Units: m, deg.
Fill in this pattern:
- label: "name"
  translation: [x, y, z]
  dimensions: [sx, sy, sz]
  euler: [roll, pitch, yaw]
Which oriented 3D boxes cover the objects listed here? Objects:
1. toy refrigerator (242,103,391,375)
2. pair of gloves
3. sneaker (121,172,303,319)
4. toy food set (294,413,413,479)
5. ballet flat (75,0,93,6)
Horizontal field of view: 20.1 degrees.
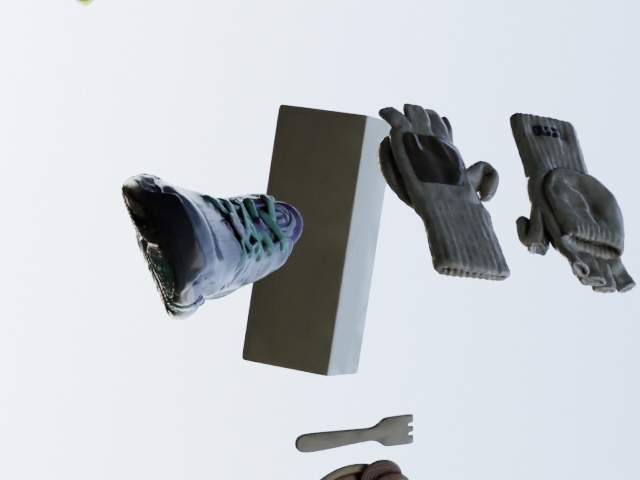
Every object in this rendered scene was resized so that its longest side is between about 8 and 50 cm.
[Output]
- label: "toy refrigerator"
  translation: [0.000, 0.000, 1.895]
  dimensions: [0.102, 0.094, 0.270]
  euler: [8, -88, 23]
- label: "pair of gloves"
  translation: [0.164, -0.037, 1.631]
  dimensions: [0.042, 0.240, 0.204]
  euler: [-57, -137, 39]
- label: "sneaker"
  translation: [-0.058, -0.009, 1.061]
  dimensions: [0.223, 0.098, 0.083]
  euler: [136, -69, -83]
- label: "toy food set"
  translation: [0.038, 0.256, 1.590]
  dimensions: [0.038, 0.132, 0.192]
  euler: [-157, -117, -66]
- label: "ballet flat"
  translation: [-0.187, -0.266, 1.392]
  dimensions: [0.077, 0.077, 0.231]
  euler: [65, -32, 24]
